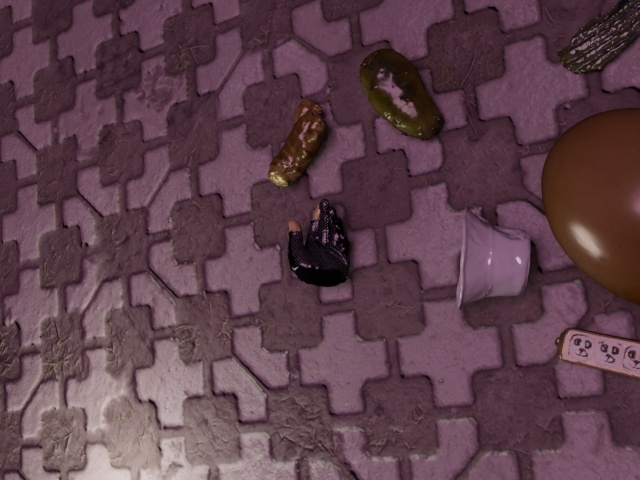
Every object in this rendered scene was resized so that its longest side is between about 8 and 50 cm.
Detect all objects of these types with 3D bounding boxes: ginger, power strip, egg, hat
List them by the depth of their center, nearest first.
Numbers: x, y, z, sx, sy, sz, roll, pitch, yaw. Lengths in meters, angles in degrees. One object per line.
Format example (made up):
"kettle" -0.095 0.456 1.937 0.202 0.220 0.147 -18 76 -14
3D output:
"egg" 0.526 -0.054 1.200 0.374 0.301 0.301 34 100 27
"power strip" 0.553 0.206 1.301 0.305 0.044 0.064 10 88 29
"hat" 0.318 0.038 1.392 0.126 0.203 0.203 7 87 11
"ginger" -0.037 -0.209 1.653 0.115 0.081 0.206 22 94 36

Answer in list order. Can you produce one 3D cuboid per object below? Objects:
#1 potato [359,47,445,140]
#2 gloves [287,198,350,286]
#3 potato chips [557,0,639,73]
"potato" 0.163 -0.298 1.551 0.117 0.090 0.225 -39 74 12
"gloves" 0.003 0.001 1.611 0.129 0.106 0.181 -10 51 26
"potato chips" 0.538 -0.384 1.393 0.207 0.028 0.092 -37 69 22
